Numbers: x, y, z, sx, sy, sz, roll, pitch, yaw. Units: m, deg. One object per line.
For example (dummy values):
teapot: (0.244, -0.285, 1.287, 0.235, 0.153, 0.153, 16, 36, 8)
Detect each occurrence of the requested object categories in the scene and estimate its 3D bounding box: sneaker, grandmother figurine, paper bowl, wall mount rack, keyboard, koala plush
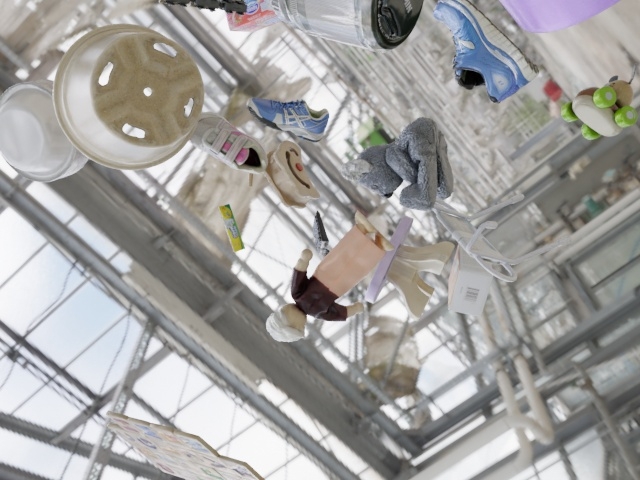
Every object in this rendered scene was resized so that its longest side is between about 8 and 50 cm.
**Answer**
sneaker: (-0.228, -0.244, 1.844, 0.252, 0.103, 0.111, 20, -164, -33)
grandmother figurine: (0.015, 0.104, 1.651, 0.208, 0.342, 0.104, 45, -176, -10)
paper bowl: (-0.801, -0.306, 2.055, 0.284, 0.284, 0.148, 51, -153, -1)
wall mount rack: (0.437, -0.040, 1.822, 0.304, 0.130, 0.350, 12, -150, -35)
keyboard: (0.000, 0.000, 1.739, 0.180, 0.023, 0.108, 99, 153, -78)
koala plush: (0.173, -0.176, 1.692, 0.196, 0.221, 0.203, -26, -70, -58)
sneaker: (-0.075, -0.304, 1.719, 0.211, 0.081, 0.080, 12, -141, -30)
sneaker: (0.336, -0.430, 1.632, 0.129, 0.147, 0.330, 22, -150, -46)

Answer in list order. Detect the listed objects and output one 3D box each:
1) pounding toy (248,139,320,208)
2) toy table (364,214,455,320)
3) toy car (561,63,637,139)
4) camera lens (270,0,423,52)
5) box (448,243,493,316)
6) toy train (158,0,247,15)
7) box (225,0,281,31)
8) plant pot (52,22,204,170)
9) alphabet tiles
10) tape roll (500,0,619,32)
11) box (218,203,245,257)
pounding toy: (-0.131, -0.211, 2.303, 0.270, 0.155, 0.154, 57, -149, 1)
toy table: (0.246, 0.075, 1.963, 0.160, 0.274, 0.252, 25, 163, 11)
toy car: (0.746, -0.377, 1.875, 0.149, 0.188, 0.155, 38, 163, -11)
camera lens: (0.059, -0.514, 1.481, 0.274, 0.219, 0.219, 23, -177, 29)
box: (0.404, 0.103, 1.967, 0.091, 0.130, 0.170, 12, -154, 4)
toy train: (-0.185, -0.374, 1.133, 0.158, 0.027, 0.036, -7, -147, -42)
box: (-0.153, -0.707, 2.121, 0.122, 0.256, 0.128, -17, -84, -53)
plant pot: (-0.385, -0.307, 1.540, 0.334, 0.334, 0.305, 44, 171, -22)
alphabet tiles: (-0.202, 0.381, 1.220, 0.285, 0.342, 0.011, 55, -129, -37)
tape roll: (0.349, -0.403, 0.946, 0.090, 0.275, 0.275, 41, -159, -24)
box: (-0.286, -0.030, 2.367, 0.105, 0.043, 0.179, -169, 62, -81)
